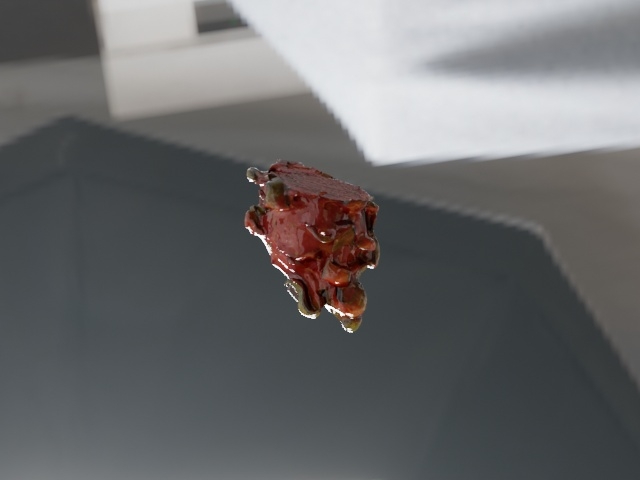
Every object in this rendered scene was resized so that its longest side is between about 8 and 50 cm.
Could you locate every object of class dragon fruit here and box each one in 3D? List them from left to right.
[{"bbox_3d":[0.000,0.000,2.087,0.150,0.133,0.207,-32,75,49],"label":"dragon fruit"}]
